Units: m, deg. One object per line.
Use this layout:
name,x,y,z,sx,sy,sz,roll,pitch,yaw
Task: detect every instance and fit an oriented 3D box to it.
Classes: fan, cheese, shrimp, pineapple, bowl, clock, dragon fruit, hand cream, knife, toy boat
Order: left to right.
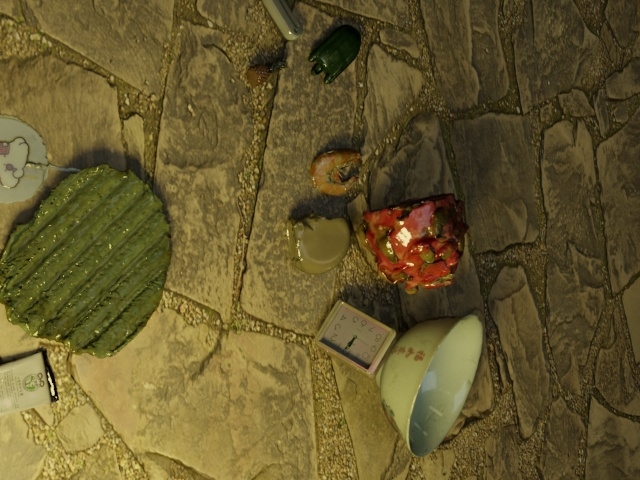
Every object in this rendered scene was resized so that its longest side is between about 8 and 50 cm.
hand cream,-0.717,0.328,1.349,0.336,0.076,0.121,-13,103,-39
fan,-0.618,-0.165,1.432,0.329,0.009,0.190,8,86,-33
pineapple,-0.137,-0.449,1.727,0.124,0.058,0.058,-34,109,-36
knife,-0.132,-0.652,1.733,0.265,0.041,0.073,55,52,-21
cheese,0.000,0.000,1.797,0.202,0.091,0.175,-20,101,-33
toy boat,0.047,-0.532,1.845,0.104,0.052,0.210,49,64,-21
shrimp,0.051,-0.197,1.859,0.187,0.052,0.132,-23,115,-24
clock,0.097,0.274,1.808,0.192,0.071,0.147,29,74,17
dragon fruit,0.262,0.019,1.842,0.314,0.296,0.263,-17,97,-46
bowl,0.286,0.383,1.893,0.435,0.196,0.434,-33,133,-45

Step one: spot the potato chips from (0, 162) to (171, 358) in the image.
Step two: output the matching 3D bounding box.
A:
potato chips,-0.504,0.047,1.477,0.358,0.070,0.429,46,67,-23
